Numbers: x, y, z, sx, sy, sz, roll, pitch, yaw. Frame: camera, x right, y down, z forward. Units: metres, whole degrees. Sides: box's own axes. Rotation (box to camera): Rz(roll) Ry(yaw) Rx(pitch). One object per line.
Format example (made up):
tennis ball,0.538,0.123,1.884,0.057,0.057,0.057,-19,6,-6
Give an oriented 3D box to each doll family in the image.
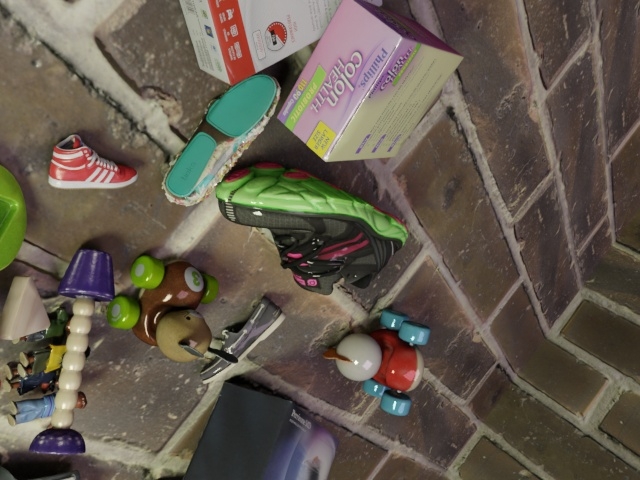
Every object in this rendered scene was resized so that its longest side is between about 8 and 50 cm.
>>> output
doll family,-0.399,0.195,0.889,0.111,0.076,0.193,-3,124,-51

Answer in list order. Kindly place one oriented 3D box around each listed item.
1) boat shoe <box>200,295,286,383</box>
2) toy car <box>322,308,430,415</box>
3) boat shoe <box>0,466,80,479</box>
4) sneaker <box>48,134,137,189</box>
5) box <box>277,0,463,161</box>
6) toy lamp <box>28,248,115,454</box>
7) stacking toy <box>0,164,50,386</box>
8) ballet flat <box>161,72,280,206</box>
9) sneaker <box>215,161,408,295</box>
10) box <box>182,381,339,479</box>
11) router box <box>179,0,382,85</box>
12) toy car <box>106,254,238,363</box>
boat shoe,-0.163,0.192,1.166,0.206,0.075,0.065,-41,98,-10
toy car,0.110,0.280,1.450,0.238,0.210,0.219,13,94,-21
boat shoe,-0.512,0.395,0.916,0.116,0.099,0.319,-22,147,31
sneaker,-0.298,-0.106,0.795,0.118,0.042,0.067,-9,127,-41
box,0.085,-0.250,0.965,0.243,0.117,0.213,-16,145,-56
toy lamp,-0.336,0.148,0.823,0.080,0.080,0.274,23,66,-52
stacking toy,-0.452,0.056,0.657,0.279,0.130,0.308,-72,161,-66
ballet flat,-0.150,-0.152,0.908,0.241,0.091,0.077,-48,173,-3
sneaker,0.000,0.000,1.082,0.483,0.185,0.202,20,97,-51
box,-0.124,0.493,1.236,0.296,0.183,0.294,56,48,-51
router box,-0.061,-0.425,0.782,0.301,0.082,0.335,-36,139,-24
toy car,-0.211,0.130,0.942,0.155,0.188,0.149,26,96,-53
